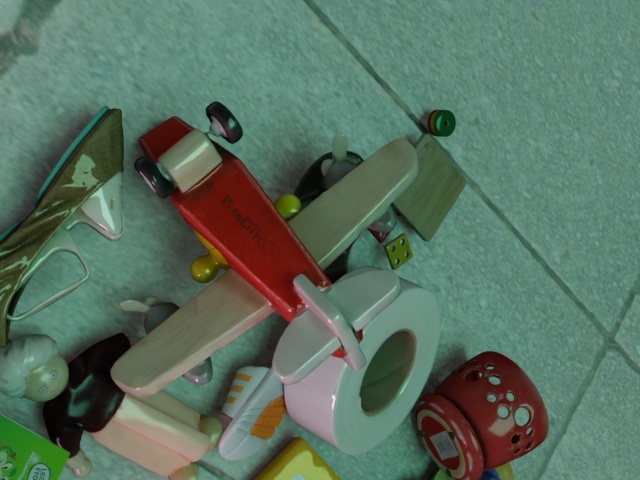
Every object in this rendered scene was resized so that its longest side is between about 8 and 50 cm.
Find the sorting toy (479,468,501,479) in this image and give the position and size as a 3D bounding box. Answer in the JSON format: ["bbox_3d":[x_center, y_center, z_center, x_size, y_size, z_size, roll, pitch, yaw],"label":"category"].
[{"bbox_3d":[0.181,0.507,1.584,0.365,0.126,0.127,-28,108,-19],"label":"sorting toy"}]

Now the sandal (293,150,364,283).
[{"bbox_3d":[-0.002,0.001,1.435,0.120,0.086,0.303,6,112,-14],"label":"sandal"}]

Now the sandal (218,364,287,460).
[{"bbox_3d":[-0.083,0.212,1.410,0.265,0.076,0.102,-55,146,-18],"label":"sandal"}]

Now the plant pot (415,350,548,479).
[{"bbox_3d":[0.273,0.312,1.623,0.174,0.191,0.191,-24,111,-24],"label":"plant pot"}]

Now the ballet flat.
[{"bbox_3d":[-0.326,-0.008,1.156,0.124,0.116,0.342,38,73,-3],"label":"ballet flat"}]

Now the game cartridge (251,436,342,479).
[{"bbox_3d":[-0.050,0.517,1.421,0.285,0.052,0.323,47,67,-3],"label":"game cartridge"}]

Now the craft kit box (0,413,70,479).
[{"bbox_3d":[-0.437,0.307,1.054,0.247,0.061,0.250,49,53,-46],"label":"craft kit box"}]

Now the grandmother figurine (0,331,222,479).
[{"bbox_3d":[-0.286,0.218,1.246,0.342,0.104,0.208,36,67,-38],"label":"grandmother figurine"}]

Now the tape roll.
[{"bbox_3d":[0.070,0.187,1.445,0.286,0.100,0.286,-33,135,-39],"label":"tape roll"}]

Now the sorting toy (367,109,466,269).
[{"bbox_3d":[0.163,-0.083,1.563,0.132,0.046,0.274,45,70,-33],"label":"sorting toy"}]

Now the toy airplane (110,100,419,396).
[{"bbox_3d":[-0.067,0.028,1.237,0.386,0.272,0.384,4,72,2],"label":"toy airplane"}]

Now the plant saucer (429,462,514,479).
[{"bbox_3d":[0.270,0.493,1.738,0.241,0.037,0.241,-7,102,-35],"label":"plant saucer"}]
